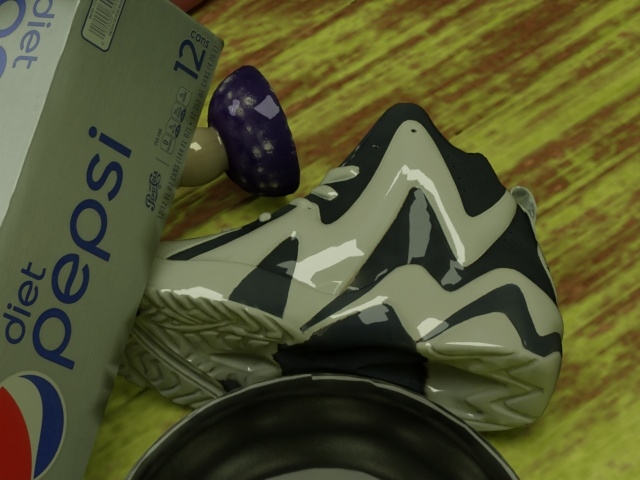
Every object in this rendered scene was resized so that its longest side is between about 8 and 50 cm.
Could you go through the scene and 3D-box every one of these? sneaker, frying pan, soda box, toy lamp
[{"bbox_3d":[0.000,0.000,0.788,0.234,0.094,0.153,3,49,7],"label":"sneaker"},{"bbox_3d":[0.033,0.204,0.666,0.197,0.053,0.326,-27,70,-14],"label":"frying pan"},{"bbox_3d":[-0.142,0.024,0.690,0.098,0.091,0.286,8,75,37],"label":"soda box"},{"bbox_3d":[-0.148,-0.012,0.799,0.274,0.080,0.080,-23,58,-16],"label":"toy lamp"}]

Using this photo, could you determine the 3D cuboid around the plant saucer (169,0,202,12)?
[{"bbox_3d":[-0.182,-0.251,0.964,0.332,0.084,0.332,1,55,-1],"label":"plant saucer"}]
